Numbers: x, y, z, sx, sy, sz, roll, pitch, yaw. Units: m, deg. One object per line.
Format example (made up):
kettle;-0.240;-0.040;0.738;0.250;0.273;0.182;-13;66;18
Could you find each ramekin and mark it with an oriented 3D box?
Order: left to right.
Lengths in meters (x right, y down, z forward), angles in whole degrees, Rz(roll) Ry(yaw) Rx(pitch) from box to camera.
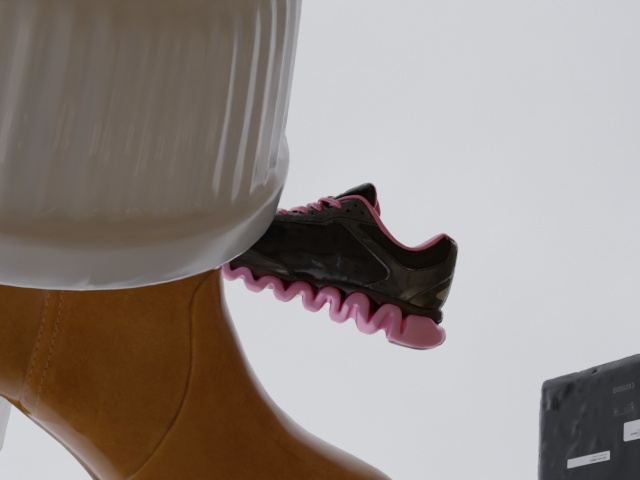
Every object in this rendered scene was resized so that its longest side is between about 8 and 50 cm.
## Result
ramekin;-0.103;-0.081;0.692;0.207;0.207;0.109;-10;-53;-39

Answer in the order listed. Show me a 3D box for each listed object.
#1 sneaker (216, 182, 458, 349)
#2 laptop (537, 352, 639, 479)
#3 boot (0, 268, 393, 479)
sneaker;0.000;0.000;0.768;0.119;0.047;0.057;20;-85;-1
laptop;0.261;0.208;1.258;0.137;0.234;0.264;16;-113;-31
boot;-0.069;0.045;0.988;0.295;0.104;0.211;14;-69;-4
